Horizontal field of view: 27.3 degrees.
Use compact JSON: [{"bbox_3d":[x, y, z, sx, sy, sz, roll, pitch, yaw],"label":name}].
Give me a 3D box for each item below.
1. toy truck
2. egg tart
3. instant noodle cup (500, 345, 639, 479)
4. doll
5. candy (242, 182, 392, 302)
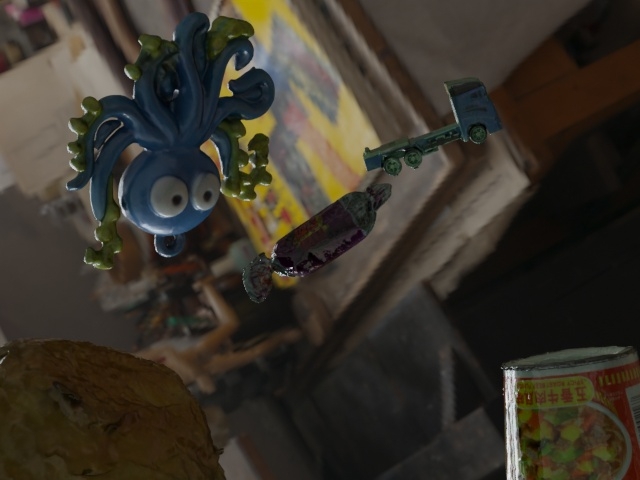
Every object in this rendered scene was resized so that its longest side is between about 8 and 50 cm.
[{"bbox_3d":[0.131,-0.141,1.615,0.067,0.175,0.081,-81,-29,-78],"label":"toy truck"},{"bbox_3d":[-0.211,0.192,1.192,0.153,0.351,0.339,-65,27,8],"label":"egg tart"},{"bbox_3d":[0.247,0.213,1.248,0.193,0.193,0.212,-9,89,63],"label":"instant noodle cup"},{"bbox_3d":[-0.180,-0.136,1.769,0.099,0.346,0.341,28,119,39],"label":"doll"},{"bbox_3d":[0.000,0.000,1.271,0.043,0.175,0.045,38,-158,-54],"label":"candy"}]
